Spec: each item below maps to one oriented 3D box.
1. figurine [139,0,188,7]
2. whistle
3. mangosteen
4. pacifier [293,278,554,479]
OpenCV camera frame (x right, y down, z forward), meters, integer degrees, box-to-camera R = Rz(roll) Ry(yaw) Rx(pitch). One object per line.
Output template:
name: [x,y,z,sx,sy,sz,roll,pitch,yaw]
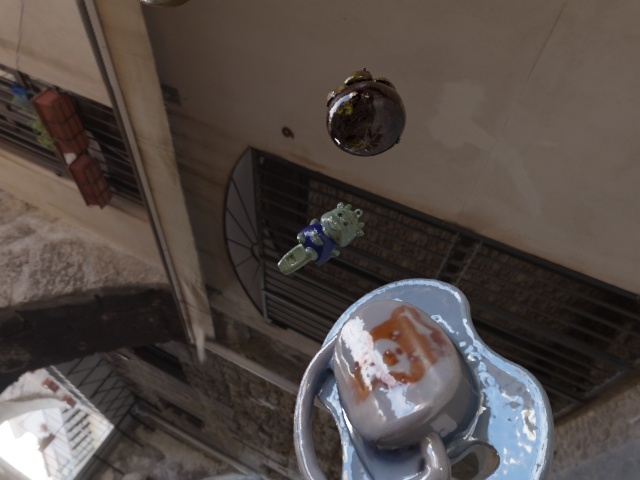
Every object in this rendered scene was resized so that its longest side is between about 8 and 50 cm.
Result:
figurine: [-0.219,-0.451,0.518,0.167,0.343,0.284,-67,-19,-52]
whistle: [0.000,0.000,1.002,0.245,0.110,0.092,-35,-15,7]
mangosteen: [0.107,-0.315,1.010,0.192,0.193,0.217,84,-178,-64]
pacifier: [0.100,0.177,0.431,0.227,0.207,0.279,-39,33,10]
